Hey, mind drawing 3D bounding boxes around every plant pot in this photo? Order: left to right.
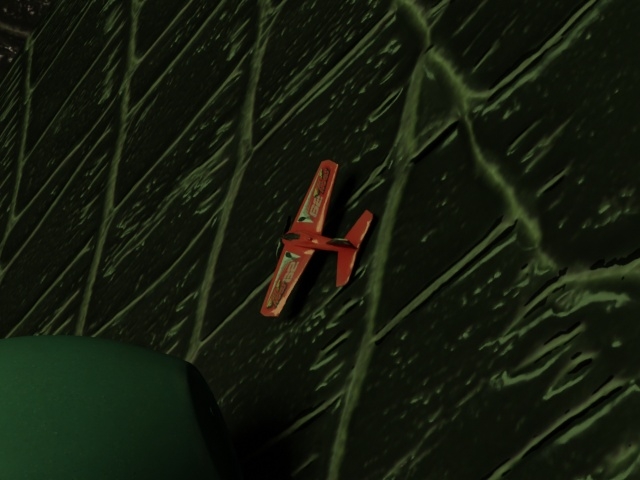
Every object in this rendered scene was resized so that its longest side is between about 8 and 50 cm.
[{"bbox_3d":[-0.169,0.193,1.087,0.195,0.290,0.290,-21,32,2],"label":"plant pot"}]

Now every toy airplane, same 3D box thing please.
[{"bbox_3d":[0.000,0.000,1.189,0.151,0.028,0.151,-44,31,36],"label":"toy airplane"}]
